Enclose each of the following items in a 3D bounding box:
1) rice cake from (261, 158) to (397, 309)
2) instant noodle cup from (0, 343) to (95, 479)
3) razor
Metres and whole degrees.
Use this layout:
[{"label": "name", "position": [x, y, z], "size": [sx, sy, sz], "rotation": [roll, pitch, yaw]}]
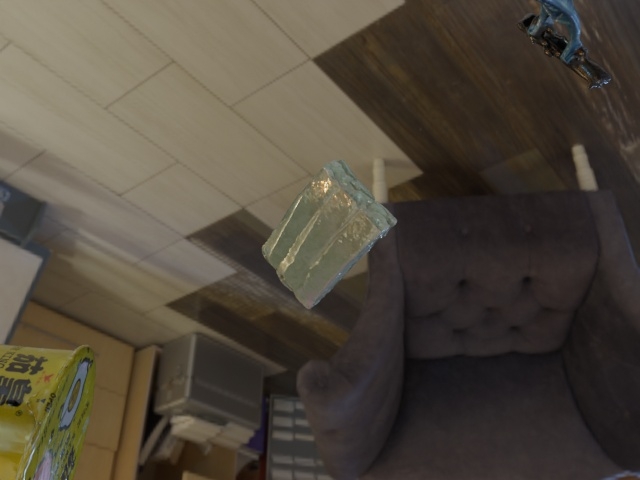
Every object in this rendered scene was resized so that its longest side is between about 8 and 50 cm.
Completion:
[{"label": "rice cake", "position": [0.000, 0.000, 0.877], "size": [0.038, 0.124, 0.211], "rotation": [-25, 159, -41]}, {"label": "instant noodle cup", "position": [-0.485, 0.277, 0.955], "size": [0.254, 0.325, 0.325], "rotation": [13, 144, -4]}, {"label": "razor", "position": [0.097, -0.146, 0.387], "size": [0.253, 0.082, 0.042], "rotation": [2, 133, -49]}]
